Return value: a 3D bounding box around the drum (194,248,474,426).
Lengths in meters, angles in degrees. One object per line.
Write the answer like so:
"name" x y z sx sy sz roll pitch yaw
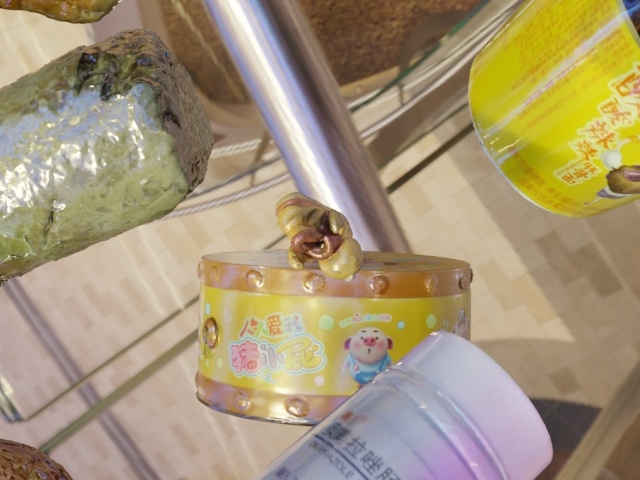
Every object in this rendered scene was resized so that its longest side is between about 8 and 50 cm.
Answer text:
"drum" 0.022 0.130 1.585 0.431 0.431 0.214 3 95 38

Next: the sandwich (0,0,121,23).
"sandwich" -0.285 -0.313 0.978 0.087 0.226 0.251 -55 33 39

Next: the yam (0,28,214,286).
"yam" -0.261 -0.087 1.100 0.300 0.195 0.195 -23 102 12

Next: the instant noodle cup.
"instant noodle cup" 0.220 -0.127 0.672 0.215 0.215 0.236 54 140 -1

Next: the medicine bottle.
"medicine bottle" 0.048 0.204 0.847 0.152 0.254 0.152 46 161 20

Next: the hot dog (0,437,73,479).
"hot dog" -0.210 0.167 0.615 0.065 0.147 0.099 35 106 45

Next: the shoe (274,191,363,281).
"shoe" -0.004 0.000 1.084 0.072 0.069 0.109 -25 135 10
